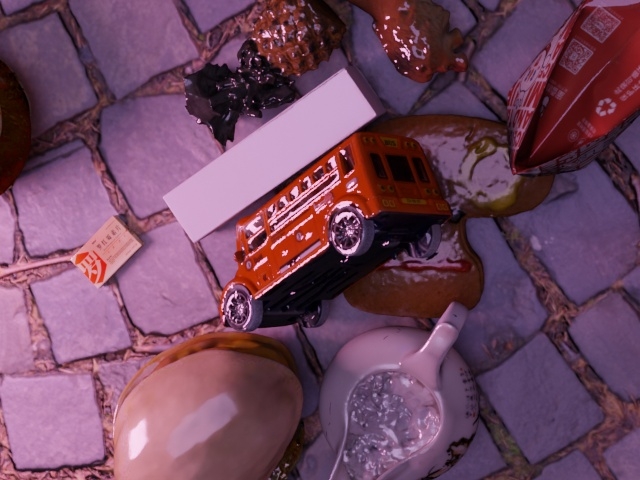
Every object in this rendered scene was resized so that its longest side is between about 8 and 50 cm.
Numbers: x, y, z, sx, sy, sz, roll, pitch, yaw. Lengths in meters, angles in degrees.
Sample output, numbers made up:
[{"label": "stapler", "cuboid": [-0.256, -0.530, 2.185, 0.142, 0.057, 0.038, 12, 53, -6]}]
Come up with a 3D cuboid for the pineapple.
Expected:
[{"label": "pineapple", "cuboid": [-0.077, -0.222, 1.631, 0.237, 0.111, 0.119, -45, 62, 21]}]

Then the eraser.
[{"label": "eraser", "cuboid": [-0.060, -0.112, 1.655, 0.298, 0.078, 0.076, -34, 92, 15]}]

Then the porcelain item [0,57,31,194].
[{"label": "porcelain item", "cuboid": [-0.513, -0.148, 1.700, 0.253, 0.253, 0.253, 2, 100, 11]}]

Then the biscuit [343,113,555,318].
[{"label": "biscuit", "cuboid": [0.158, -0.024, 1.639, 0.262, 0.052, 0.277, 9, 101, 10]}]

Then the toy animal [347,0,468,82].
[{"label": "toy animal", "cuboid": [0.067, -0.321, 1.578, 0.312, 0.097, 0.157, 33, 99, 1]}]

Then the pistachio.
[{"label": "pistachio", "cuboid": [-0.156, 0.254, 1.671, 0.309, 0.230, 0.230, -43, 89, 5]}]

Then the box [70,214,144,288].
[{"label": "box", "cuboid": [-0.295, 0.016, 1.759, 0.093, 0.015, 0.058, -44, 91, 14]}]

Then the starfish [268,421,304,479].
[{"label": "starfish", "cuboid": [-0.072, 0.450, 1.757, 0.347, 0.078, 0.358, -28, 90, 9]}]

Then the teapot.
[{"label": "teapot", "cuboid": [0.105, 0.201, 1.642, 0.208, 0.166, 0.300, 33, 115, 17]}]

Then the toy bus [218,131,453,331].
[{"label": "toy bus", "cuboid": [0.000, 0.000, 1.595, 0.329, 0.143, 0.153, -37, 63, 41]}]

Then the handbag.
[{"label": "handbag", "cuboid": [0.318, -0.191, 1.495, 0.151, 0.171, 0.298, 43, 94, 3]}]
